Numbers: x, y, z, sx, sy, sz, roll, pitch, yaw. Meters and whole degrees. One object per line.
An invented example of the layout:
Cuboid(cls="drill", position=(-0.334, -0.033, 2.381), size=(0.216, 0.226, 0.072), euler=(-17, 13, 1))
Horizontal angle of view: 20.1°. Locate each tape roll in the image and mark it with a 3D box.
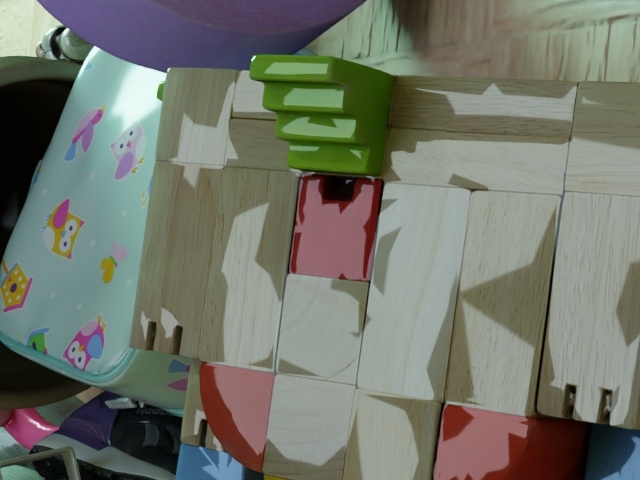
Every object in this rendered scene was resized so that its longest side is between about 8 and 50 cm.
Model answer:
Cuboid(cls="tape roll", position=(-0.072, -0.244, 1.113), size=(0.090, 0.275, 0.275), euler=(154, 119, -61))

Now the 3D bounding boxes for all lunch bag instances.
Cuboid(cls="lunch bag", position=(-0.102, -0.018, 1.239), size=(0.224, 0.108, 0.279), euler=(16, 82, 49))

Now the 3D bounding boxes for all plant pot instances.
Cuboid(cls="plant pot", position=(-0.271, -0.020, 1.401), size=(0.229, 0.263, 0.263), euler=(15, 99, 52))

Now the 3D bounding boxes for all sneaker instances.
Cuboid(cls="sneaker", position=(-0.073, 0.150, 1.229), size=(0.283, 0.124, 0.107), euler=(16, 142, 43))

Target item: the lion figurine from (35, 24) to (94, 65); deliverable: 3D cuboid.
Cuboid(cls="lion figurine", position=(-0.119, -0.304, 1.388), size=(0.240, 0.142, 0.392), euler=(152, 126, -74))

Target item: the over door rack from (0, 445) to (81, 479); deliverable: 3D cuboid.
Cuboid(cls="over door rack", position=(-0.151, 0.300, 1.287), size=(0.324, 0.108, 0.239), euler=(63, 150, 4))

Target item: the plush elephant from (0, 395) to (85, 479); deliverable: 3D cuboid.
Cuboid(cls="plush elephant", position=(-0.309, 0.261, 1.584), size=(0.255, 0.272, 0.330), euler=(21, 145, 29))

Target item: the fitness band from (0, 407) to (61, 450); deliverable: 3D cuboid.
Cuboid(cls="fitness band", position=(-0.227, 0.041, 1.512), size=(0.209, 0.054, 0.291), euler=(-38, 62, 23))

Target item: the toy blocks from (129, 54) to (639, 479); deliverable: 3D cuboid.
Cuboid(cls="toy blocks", position=(0.047, 0.057, 0.856), size=(0.381, 0.191, 0.261), euler=(6, 88, 38))
